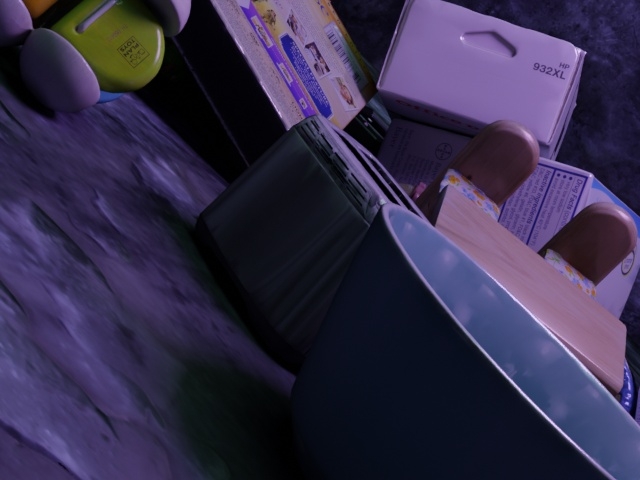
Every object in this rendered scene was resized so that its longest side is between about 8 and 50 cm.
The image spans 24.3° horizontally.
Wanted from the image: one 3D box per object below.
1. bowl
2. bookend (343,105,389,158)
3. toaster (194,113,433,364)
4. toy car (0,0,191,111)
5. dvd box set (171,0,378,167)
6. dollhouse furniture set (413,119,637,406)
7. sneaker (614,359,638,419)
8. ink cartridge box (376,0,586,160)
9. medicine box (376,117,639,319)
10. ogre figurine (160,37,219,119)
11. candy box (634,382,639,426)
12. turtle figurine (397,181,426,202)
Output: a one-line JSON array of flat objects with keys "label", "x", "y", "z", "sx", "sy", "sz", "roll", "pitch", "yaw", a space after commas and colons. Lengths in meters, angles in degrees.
[{"label": "bowl", "x": 0.099, "y": 0.139, "z": 1.011, "sx": 0.311, "sy": 0.163, "sz": 0.311, "roll": 42, "pitch": 11, "yaw": -10}, {"label": "bookend", "x": 0.084, "y": -0.130, "z": 2.229, "sx": 0.156, "sy": 0.072, "sz": 0.157, "roll": 47, "pitch": 12, "yaw": 14}, {"label": "toaster", "x": 0.000, "y": 0.000, "z": 1.219, "sx": 0.129, "sy": 0.146, "sz": 0.227, "roll": 35, "pitch": 14, "yaw": -44}, {"label": "toy car", "x": -0.211, "y": -0.187, "z": 1.236, "sx": 0.182, "sy": 0.159, "sz": 0.136, "roll": 44, "pitch": -26, "yaw": 0}, {"label": "dvd box set", "x": -0.067, "y": -0.246, "z": 1.650, "sx": 0.308, "sy": 0.062, "sz": 0.420, "roll": 59, "pitch": 19, "yaw": -9}, {"label": "dollhouse furniture set", "x": 0.277, "y": 0.074, "z": 1.339, "sx": 0.394, "sy": 0.256, "sz": 0.362, "roll": 38, "pitch": 29, "yaw": -8}, {"label": "sneaker", "x": 0.313, "y": 0.161, "z": 1.811, "sx": 0.131, "sy": 0.112, "sz": 0.296, "roll": 43, "pitch": 2, "yaw": -32}, {"label": "ink cartridge box", "x": 0.205, "y": -0.184, "z": 1.885, "sx": 0.223, "sy": 0.129, "sz": 0.307, "roll": 20, "pitch": -4, "yaw": 9}, {"label": "medicine box", "x": 0.238, "y": -0.022, "z": 1.899, "sx": 0.289, "sy": 0.149, "sz": 0.263, "roll": 20, "pitch": -3, "yaw": 30}, {"label": "ogre figurine", "x": -0.135, "y": -0.213, "z": 1.682, "sx": 0.197, "sy": 0.097, "sz": 0.118, "roll": 62, "pitch": 6, "yaw": 26}, {"label": "candy box", "x": 0.486, "y": 0.260, "z": 1.725, "sx": 0.122, "sy": 0.268, "sz": 0.317, "roll": -6, "pitch": -28, "yaw": 42}, {"label": "turtle figurine", "x": 0.084, "y": -0.018, "z": 1.716, "sx": 0.234, "sy": 0.118, "sz": 0.175, "roll": 38, "pitch": 11, "yaw": -1}]
